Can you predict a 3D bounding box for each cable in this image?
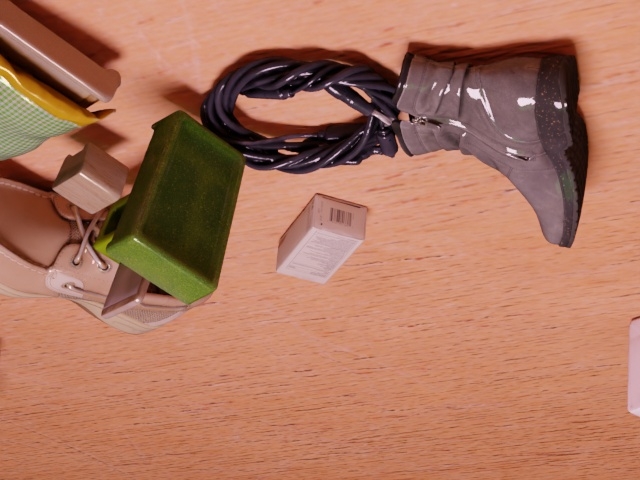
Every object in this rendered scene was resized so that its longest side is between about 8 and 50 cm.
[{"bbox_3d":[-0.020,-0.112,1.334,0.184,0.047,0.150,4,153,7],"label":"cable"}]

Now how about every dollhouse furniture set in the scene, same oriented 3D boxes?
[{"bbox_3d":[-0.247,-0.061,1.322,0.301,0.151,0.197,35,141,-29],"label":"dollhouse furniture set"}]

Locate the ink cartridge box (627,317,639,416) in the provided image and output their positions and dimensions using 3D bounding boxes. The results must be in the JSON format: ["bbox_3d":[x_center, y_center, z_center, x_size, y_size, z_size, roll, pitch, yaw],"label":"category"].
[{"bbox_3d":[0.540,0.173,1.677,0.353,0.119,0.207,25,146,-31],"label":"ink cartridge box"}]

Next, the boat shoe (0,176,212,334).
[{"bbox_3d":[-0.247,0.003,1.532,0.110,0.122,0.341,-19,153,31],"label":"boat shoe"}]

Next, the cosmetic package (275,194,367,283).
[{"bbox_3d":[0.000,0.000,1.544,0.060,0.041,0.115,15,151,-17],"label":"cosmetic package"}]

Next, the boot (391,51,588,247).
[{"bbox_3d":[0.154,-0.087,1.334,0.161,0.083,0.246,4,146,17],"label":"boot"}]
